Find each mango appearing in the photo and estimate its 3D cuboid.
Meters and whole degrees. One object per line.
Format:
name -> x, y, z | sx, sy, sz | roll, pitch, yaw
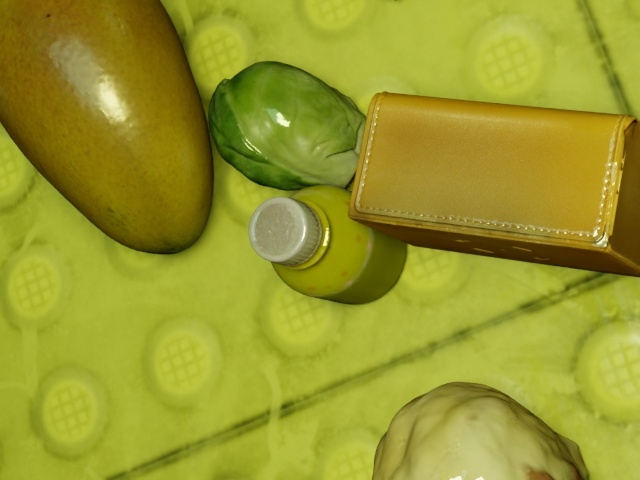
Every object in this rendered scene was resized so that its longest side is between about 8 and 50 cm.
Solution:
mango -> -0.244, -0.155, 1.951 | 0.221, 0.264, 0.378 | -28, 86, -21

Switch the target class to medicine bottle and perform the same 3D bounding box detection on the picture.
medicine bottle -> 0.000, 0.000, 1.830 | 0.121, 0.212, 0.122 | -3, 82, 24

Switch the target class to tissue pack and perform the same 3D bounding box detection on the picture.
tissue pack -> 0.195, -0.058, 1.760 | 0.274, 0.194, 0.145 | 7, 86, 24

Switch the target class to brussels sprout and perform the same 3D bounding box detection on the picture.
brussels sprout -> -0.039, -0.124, 1.902 | 0.183, 0.145, 0.131 | 36, 103, 25

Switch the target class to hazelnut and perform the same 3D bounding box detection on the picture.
hazelnut -> 0.166, 0.258, 1.738 | 0.241, 0.261, 0.261 | -28, 69, -15
